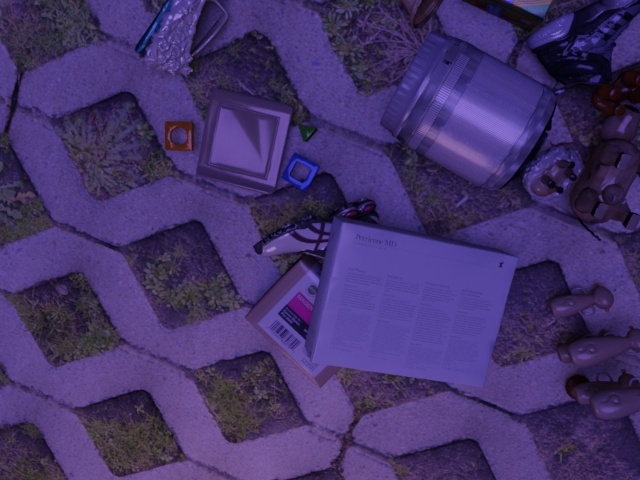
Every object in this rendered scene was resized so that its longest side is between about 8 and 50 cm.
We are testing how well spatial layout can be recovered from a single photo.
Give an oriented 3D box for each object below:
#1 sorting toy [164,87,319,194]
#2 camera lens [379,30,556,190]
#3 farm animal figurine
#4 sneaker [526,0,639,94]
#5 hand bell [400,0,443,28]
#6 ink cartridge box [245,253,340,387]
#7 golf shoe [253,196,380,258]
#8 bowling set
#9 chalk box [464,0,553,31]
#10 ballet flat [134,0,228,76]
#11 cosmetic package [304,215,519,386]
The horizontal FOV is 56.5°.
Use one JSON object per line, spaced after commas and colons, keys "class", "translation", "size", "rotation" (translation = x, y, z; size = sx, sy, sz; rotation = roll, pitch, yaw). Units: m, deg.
{"class": "sorting toy", "translation": [-0.164, -0.214, 1.288], "size": [0.348, 0.047, 0.195], "rotation": [15, 99, 5]}
{"class": "camera lens", "translation": [0.279, -0.239, 1.125], "size": [0.274, 0.219, 0.219], "rotation": [30, 104, 2]}
{"class": "farm animal figurine", "translation": [0.588, -0.157, 1.123], "size": [0.330, 0.172, 0.326], "rotation": [32, 106, -12]}
{"class": "sneaker", "translation": [0.543, -0.380, 1.122], "size": [0.269, 0.101, 0.153], "rotation": [-23, 98, 18]}
{"class": "hand bell", "translation": [0.127, -0.537, 1.162], "size": [0.242, 0.126, 0.126], "rotation": [40, 104, 11]}
{"class": "ink cartridge box", "translation": [-0.016, 0.174, 1.320], "size": [0.235, 0.088, 0.193], "rotation": [43, 105, -1]}
{"class": "golf shoe", "translation": [0.000, 0.000, 1.235], "size": [0.273, 0.105, 0.120], "rotation": [-17, 92, -9]}
{"class": "bowling set", "translation": [0.583, 0.247, 1.225], "size": [0.154, 0.200, 0.286], "rotation": [-14, 57, 6]}
{"class": "chalk box", "translation": [0.338, -0.503, 1.110], "size": [0.213, 0.132, 0.132], "rotation": [26, 104, 4]}
{"class": "ballet flat", "translation": [-0.233, -0.518, 1.211], "size": [0.147, 0.147, 0.408], "rotation": [34, 107, 1]}
{"class": "cosmetic package", "translation": [0.182, 0.126, 1.211], "size": [0.378, 0.097, 0.284], "rotation": [11, 100, -13]}
